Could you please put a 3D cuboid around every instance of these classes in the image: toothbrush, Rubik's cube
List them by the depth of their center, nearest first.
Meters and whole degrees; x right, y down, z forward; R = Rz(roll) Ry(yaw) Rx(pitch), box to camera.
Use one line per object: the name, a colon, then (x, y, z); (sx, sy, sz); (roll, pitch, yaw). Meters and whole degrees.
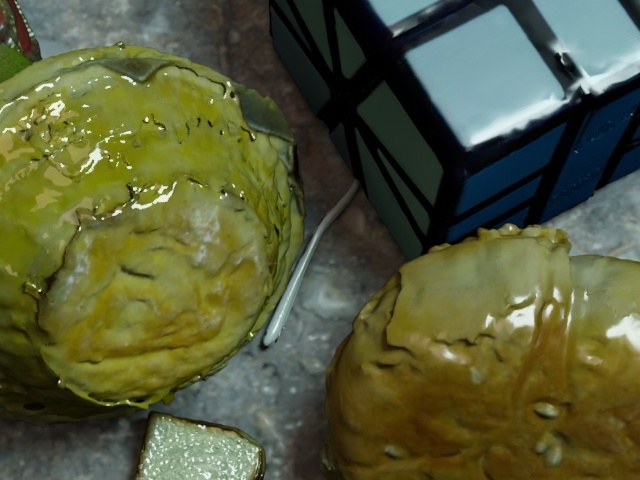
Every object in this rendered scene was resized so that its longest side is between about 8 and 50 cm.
Rubik's cube: (0.135, -0.177, 1.200); (0.283, 0.288, 0.293); (-31, 73, -10)
toothbrush: (0.000, 0.000, 1.294); (0.022, 0.017, 0.204); (26, 75, -2)

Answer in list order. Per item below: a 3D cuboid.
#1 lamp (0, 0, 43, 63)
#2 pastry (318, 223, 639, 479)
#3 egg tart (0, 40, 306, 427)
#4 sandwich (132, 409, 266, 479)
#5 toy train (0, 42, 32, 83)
lamp: (-0.344, -0.206, 1.283); (0.177, 0.177, 0.274); (-27, 75, -7)
pastry: (0.161, 0.119, 1.152); (0.316, 0.184, 0.284); (3, 116, 10)
egg tart: (-0.143, 0.016, 1.144); (0.341, 0.341, 0.132); (-40, 40, -10)
sandwich: (-0.097, 0.188, 1.231); (0.105, 0.035, 0.093); (9, 73, 2)
toy train: (-0.279, -0.045, 1.216); (0.137, 0.225, 0.090); (-37, 78, -26)
